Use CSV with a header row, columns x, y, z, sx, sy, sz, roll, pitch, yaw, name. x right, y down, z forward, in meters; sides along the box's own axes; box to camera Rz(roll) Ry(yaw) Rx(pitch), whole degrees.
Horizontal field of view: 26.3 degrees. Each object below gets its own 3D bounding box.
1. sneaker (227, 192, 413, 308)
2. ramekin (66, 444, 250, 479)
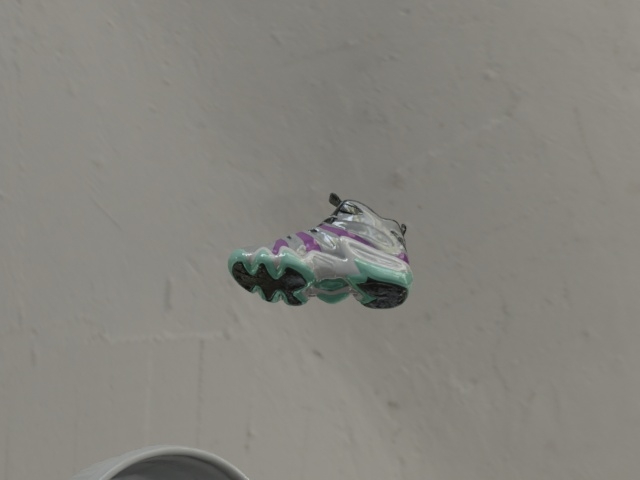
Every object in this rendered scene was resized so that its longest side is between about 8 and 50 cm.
x,y,z,sx,sy,sz,roll,pitch,yaw,name
0.000,0.000,0.736,0.098,0.069,0.038,9,-39,-9,sneaker
-0.146,0.271,1.131,0.207,0.109,0.207,5,-98,-35,ramekin
